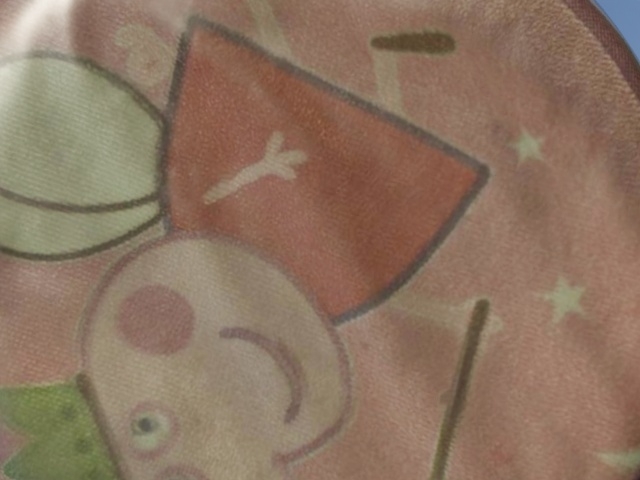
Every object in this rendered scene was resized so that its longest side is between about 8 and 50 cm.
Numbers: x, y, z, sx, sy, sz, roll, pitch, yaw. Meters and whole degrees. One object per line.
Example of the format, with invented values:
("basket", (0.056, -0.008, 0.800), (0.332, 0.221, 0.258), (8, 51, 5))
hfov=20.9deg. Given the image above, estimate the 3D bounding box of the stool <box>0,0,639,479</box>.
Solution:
("stool", (0.000, 0.000, 0.654), (0.272, 0.272, 0.178), (-58, -3, 11))
